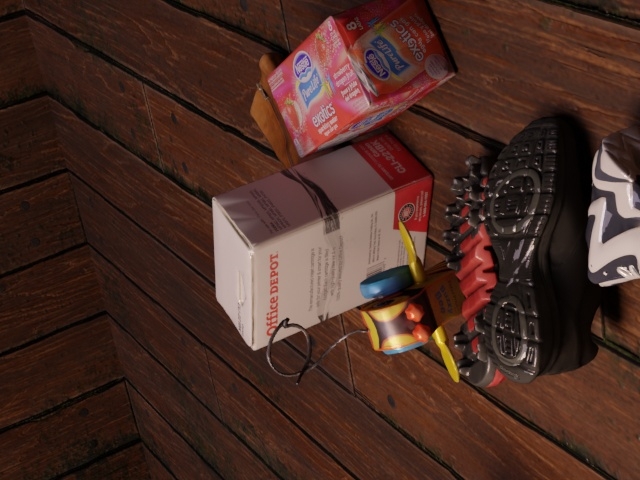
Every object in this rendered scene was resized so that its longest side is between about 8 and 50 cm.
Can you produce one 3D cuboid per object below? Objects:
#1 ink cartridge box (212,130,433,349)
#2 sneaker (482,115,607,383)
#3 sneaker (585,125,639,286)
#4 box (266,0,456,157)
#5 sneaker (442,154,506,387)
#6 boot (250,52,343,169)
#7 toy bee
[{"bbox_3d":[0.000,0.000,1.858,0.114,0.273,0.197,49,151,36],"label":"ink cartridge box"},{"bbox_3d":[0.251,0.009,1.532,0.109,0.130,0.286,11,99,56],"label":"sneaker"},{"bbox_3d":[0.333,0.020,1.376,0.235,0.094,0.153,54,155,29],"label":"sneaker"},{"bbox_3d":[0.045,-0.205,1.759,0.122,0.128,0.257,66,158,2],"label":"box"},{"bbox_3d":[0.220,0.034,1.634,0.097,0.135,0.276,132,137,-65],"label":"sneaker"},{"bbox_3d":[-0.044,-0.097,2.098,0.280,0.096,0.264,55,155,28],"label":"boot"},{"bbox_3d":[0.112,0.095,1.683,0.195,0.298,0.162,51,156,-17],"label":"toy bee"}]
